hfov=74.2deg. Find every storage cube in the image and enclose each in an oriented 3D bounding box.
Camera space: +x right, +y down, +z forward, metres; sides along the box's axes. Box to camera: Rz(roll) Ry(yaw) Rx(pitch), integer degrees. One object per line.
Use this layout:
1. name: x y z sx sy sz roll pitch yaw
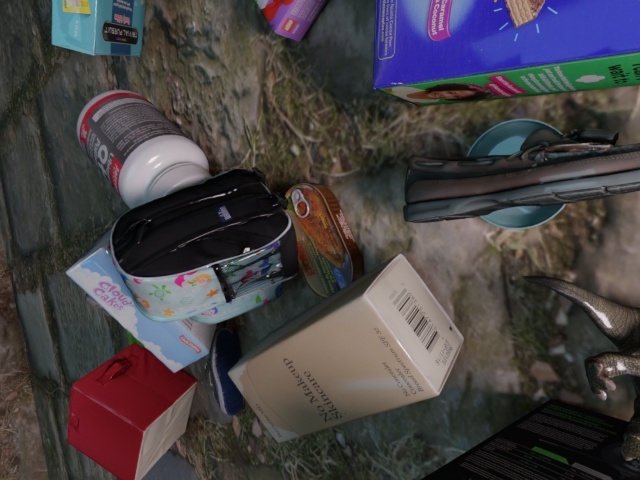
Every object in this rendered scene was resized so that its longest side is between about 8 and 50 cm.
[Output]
1. storage cube: -0.429 0.391 0.971 0.193 0.183 0.215 26 114 13

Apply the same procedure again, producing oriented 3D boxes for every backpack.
1. backpack: -0.184 0.015 0.669 0.225 0.253 0.191 49 149 43

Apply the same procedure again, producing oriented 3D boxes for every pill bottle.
1. pill bottle: -0.333 -0.153 0.837 0.318 0.176 0.176 41 122 29

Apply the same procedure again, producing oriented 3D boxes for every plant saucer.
1. plant saucer: 0.219 -0.072 0.469 0.119 0.021 0.120 9 103 41

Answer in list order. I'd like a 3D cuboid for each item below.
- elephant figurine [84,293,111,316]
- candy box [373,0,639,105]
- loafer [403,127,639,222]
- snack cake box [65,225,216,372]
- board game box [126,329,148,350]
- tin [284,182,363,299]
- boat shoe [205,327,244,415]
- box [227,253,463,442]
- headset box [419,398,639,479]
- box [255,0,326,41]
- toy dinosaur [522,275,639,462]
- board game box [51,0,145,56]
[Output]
1. elephant figurine: -0.412 0.105 0.984 0.239 0.170 0.186 -1 138 34
2. candy box: 0.212 -0.277 0.375 0.317 0.122 0.269 9 101 41
3. loafer: 0.194 -0.073 0.416 0.267 0.096 0.084 -9 86 44
4. snack cake box: -0.309 0.096 0.786 0.089 0.152 0.264 -31 113 12
5. board game box: -0.461 0.266 1.108 0.092 0.043 0.182 -15 87 41
6. tin: 0.000 0.000 0.664 0.106 0.040 0.190 -30 78 36
7. boat shoe: -0.207 0.266 0.869 0.066 0.066 0.183 3 99 42
8. box: 0.021 0.164 0.596 0.148 0.121 0.311 52 128 1
9. headset box: 0.213 0.314 0.375 0.131 0.282 0.247 -2 95 57
10. box: -0.012 -0.467 0.582 0.293 0.057 0.201 -43 67 37
11. toy dinosaur: 0.317 0.126 0.347 0.313 0.160 0.121 32 133 44
12. board game box: -0.406 -0.536 0.802 0.254 0.079 0.336 -98 22 -67
